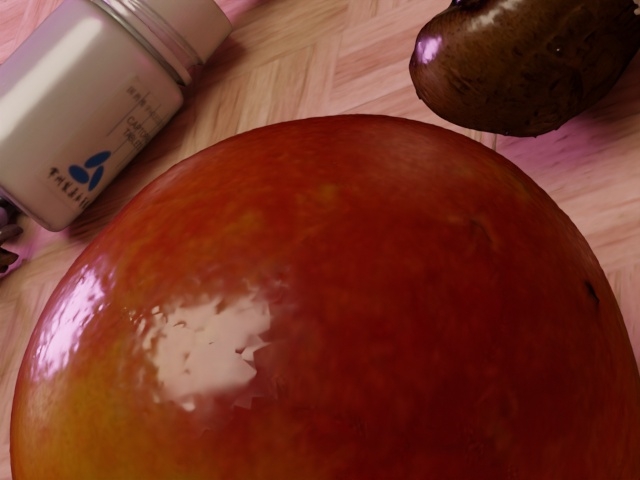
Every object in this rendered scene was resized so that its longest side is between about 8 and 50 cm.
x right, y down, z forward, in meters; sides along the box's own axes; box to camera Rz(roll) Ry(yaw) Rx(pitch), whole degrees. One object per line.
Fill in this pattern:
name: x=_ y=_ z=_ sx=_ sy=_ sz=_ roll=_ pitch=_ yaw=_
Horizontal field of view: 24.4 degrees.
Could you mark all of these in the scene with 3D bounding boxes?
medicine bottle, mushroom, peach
medicine bottle: x=-0.240 y=-0.163 z=1.559 sx=0.293 sy=0.170 sz=0.170 roll=-48 pitch=36 yaw=-5
mushroom: x=0.183 y=-0.168 z=1.139 sx=0.231 sy=0.194 sz=0.138 roll=-47 pitch=55 yaw=24
peach: x=0.014 y=0.094 z=0.896 sx=0.388 sy=0.388 sz=0.388 roll=-27 pitch=40 yaw=26

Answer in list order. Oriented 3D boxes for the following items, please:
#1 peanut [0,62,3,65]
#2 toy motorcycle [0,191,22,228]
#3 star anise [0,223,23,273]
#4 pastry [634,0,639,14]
peanut: x=-0.395 y=-0.158 z=1.788 sx=0.214 sy=0.099 sz=0.099 roll=-26 pitch=40 yaw=35
toy motorcycle: x=-0.388 y=-0.055 z=1.695 sx=0.225 sy=0.073 sz=0.152 roll=-30 pitch=42 yaw=22
star anise: x=-0.395 y=0.061 z=1.540 sx=0.148 sy=0.219 sz=0.227 roll=3 pitch=29 yaw=-5
pastry: x=0.353 y=-0.152 z=1.005 sx=0.265 sy=0.112 sz=0.103 roll=12 pitch=67 yaw=39
